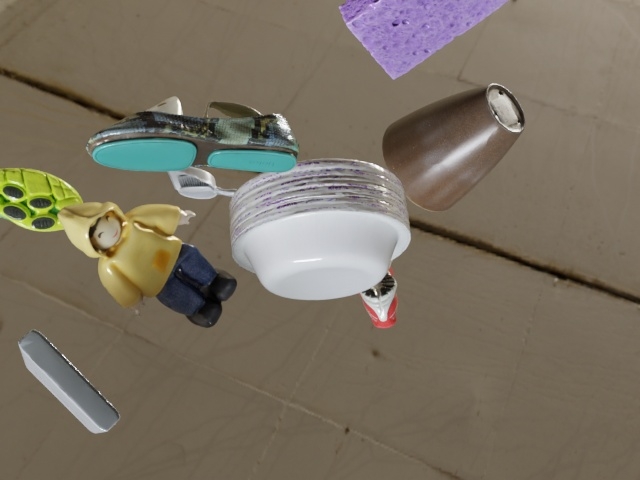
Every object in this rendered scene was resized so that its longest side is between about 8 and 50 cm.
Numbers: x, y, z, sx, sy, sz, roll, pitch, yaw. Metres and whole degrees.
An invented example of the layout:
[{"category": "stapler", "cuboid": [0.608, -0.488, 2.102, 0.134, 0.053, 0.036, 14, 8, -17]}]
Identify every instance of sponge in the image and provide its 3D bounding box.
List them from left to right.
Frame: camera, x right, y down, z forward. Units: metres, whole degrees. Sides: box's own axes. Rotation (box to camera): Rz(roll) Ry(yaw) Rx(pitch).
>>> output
[{"category": "sponge", "cuboid": [0.130, -0.249, 0.640, 0.210, 0.117, 0.031, -32, -118, 20]}]

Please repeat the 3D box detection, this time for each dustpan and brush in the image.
[{"category": "dustpan and brush", "cuboid": [-0.309, -0.146, 1.813, 0.211, 0.147, 0.060, 0, -114, 2]}]

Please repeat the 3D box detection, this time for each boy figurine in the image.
[{"category": "boy figurine", "cuboid": [-0.252, 0.019, 0.989, 0.092, 0.285, 0.177, 17, -109, 45]}]

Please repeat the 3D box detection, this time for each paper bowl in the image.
[{"category": "paper bowl", "cuboid": [0.000, 0.000, 1.050, 0.285, 0.284, 0.147, -6, -112, 3]}]

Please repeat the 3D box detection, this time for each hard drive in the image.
[{"category": "hard drive", "cuboid": [-0.524, 0.304, 1.380, 0.233, 0.353, 0.047, 47, -116, -3]}]

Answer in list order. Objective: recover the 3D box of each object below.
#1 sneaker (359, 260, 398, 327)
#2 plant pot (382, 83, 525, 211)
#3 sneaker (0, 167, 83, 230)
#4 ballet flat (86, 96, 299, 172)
[{"category": "sneaker", "cuboid": [0.129, 0.120, 1.559, 0.108, 0.118, 0.279, -11, -162, 6]}, {"category": "plant pot", "cuboid": [0.277, -0.199, 1.308, 0.216, 0.230, 0.215, 17, -121, -30]}, {"category": "sneaker", "cuboid": [-0.574, -0.086, 1.195, 0.296, 0.109, 0.123, 9, -172, -10]}, {"category": "ballet flat", "cuboid": [-0.111, -0.095, 0.593, 0.189, 0.070, 0.070, 1, -135, -29]}]
